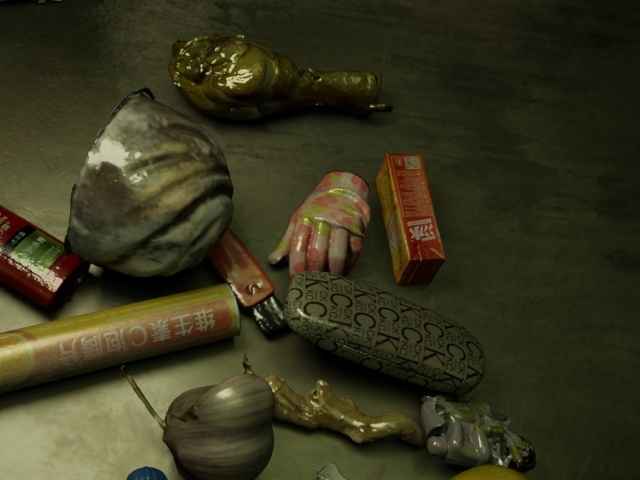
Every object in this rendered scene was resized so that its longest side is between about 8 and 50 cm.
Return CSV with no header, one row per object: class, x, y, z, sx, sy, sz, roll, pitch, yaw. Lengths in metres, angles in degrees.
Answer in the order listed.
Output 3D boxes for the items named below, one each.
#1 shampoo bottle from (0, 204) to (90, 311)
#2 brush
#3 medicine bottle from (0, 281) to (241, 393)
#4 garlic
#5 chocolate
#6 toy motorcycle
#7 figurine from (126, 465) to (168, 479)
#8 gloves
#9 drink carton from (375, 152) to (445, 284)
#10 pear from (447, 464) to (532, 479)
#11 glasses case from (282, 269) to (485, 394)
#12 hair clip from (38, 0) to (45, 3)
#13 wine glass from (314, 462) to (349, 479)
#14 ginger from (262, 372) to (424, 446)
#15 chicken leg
shampoo bottle,-0.535,-0.004,1.584,0.314,0.076,0.118,31,52,6
brush,-0.159,0.028,1.667,0.070,0.051,0.323,-30,74,-17
medicine bottle,-0.341,0.152,1.526,0.426,0.108,0.108,-13,65,-19
garlic,-0.168,0.249,1.477,0.257,0.207,0.207,40,61,9
chocolate,-0.245,-0.070,1.545,0.213,0.303,0.303,24,60,6
toy motorcycle,0.237,0.316,1.565,0.225,0.073,0.152,38,41,17
figurine,-0.264,0.406,1.434,0.077,0.079,0.136,24,78,-28
gloves,0.004,-0.006,1.679,0.145,0.126,0.241,23,53,-2
drink carton,0.160,-0.041,1.740,0.071,0.096,0.222,-2,62,-13
pear,0.258,0.434,1.440,0.209,0.209,0.208,5,61,-9
glasses case,0.107,0.151,1.587,0.355,0.085,0.137,21,38,-9
hair clip,-0.598,-0.481,1.858,0.188,0.033,0.060,-10,64,-17
wine glass,-0.014,0.442,1.410,0.197,0.165,0.165,-31,72,-19
ginger,0.033,0.277,1.560,0.288,0.075,0.089,13,58,-1
chicken leg,-0.068,-0.295,1.810,0.429,0.201,0.152,4,90,-16
